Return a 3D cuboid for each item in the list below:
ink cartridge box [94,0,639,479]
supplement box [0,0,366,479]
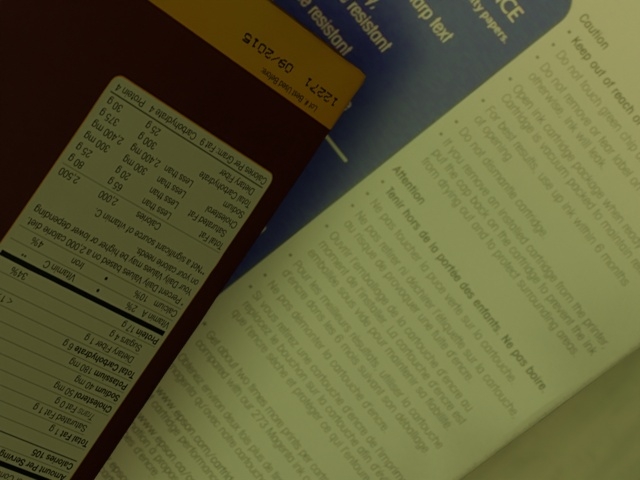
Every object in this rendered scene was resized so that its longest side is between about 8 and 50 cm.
[{"bbox_3d":[0.000,0.000,0.644,0.371,0.069,0.176,-38,89,17],"label":"ink cartridge box"},{"bbox_3d":[-0.133,-0.031,0.573,0.191,0.129,0.194,35,92,40],"label":"supplement box"}]
